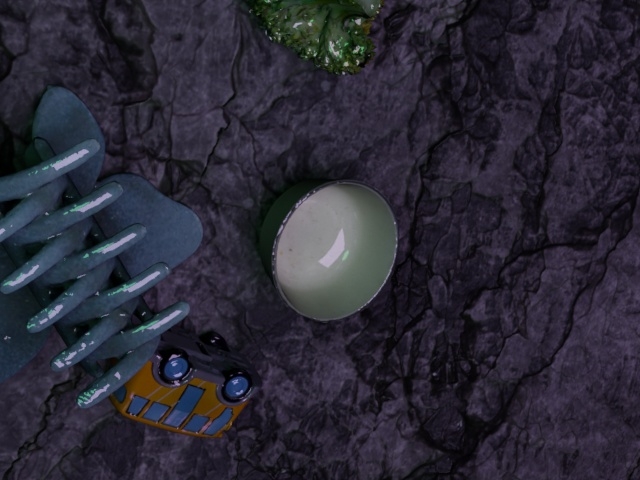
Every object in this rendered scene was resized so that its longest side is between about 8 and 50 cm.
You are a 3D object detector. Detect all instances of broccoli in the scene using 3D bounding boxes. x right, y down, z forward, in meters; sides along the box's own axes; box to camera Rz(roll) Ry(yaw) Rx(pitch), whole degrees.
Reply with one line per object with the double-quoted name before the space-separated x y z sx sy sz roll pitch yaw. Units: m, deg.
"broccoli" 0.013 -0.313 1.642 0.194 0.194 0.220 -31 115 -17

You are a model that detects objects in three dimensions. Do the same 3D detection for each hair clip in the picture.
"hair clip" -0.318 0.013 1.547 0.392 0.238 0.318 -33 119 -15

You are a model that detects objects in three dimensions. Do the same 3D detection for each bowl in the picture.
"bowl" 0.000 0.000 1.798 0.211 0.112 0.211 -11 114 -26

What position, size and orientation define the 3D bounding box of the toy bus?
"toy bus" -0.197 0.197 1.752 0.209 0.126 0.136 22 105 -35
